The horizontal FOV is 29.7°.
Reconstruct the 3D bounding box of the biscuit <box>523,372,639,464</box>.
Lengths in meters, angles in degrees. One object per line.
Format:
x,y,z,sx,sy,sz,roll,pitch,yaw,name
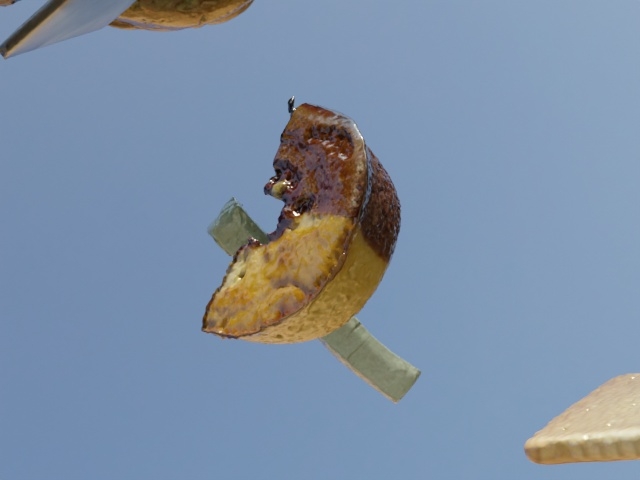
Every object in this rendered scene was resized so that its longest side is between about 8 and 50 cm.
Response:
0.299,0.154,1.091,0.250,0.160,0.030,-16,-87,-57,biscuit

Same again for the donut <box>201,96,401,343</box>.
-0.001,0.001,1.005,0.085,0.141,0.217,35,-103,-42,donut

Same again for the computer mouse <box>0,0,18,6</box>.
-0.377,-0.438,1.406,0.183,0.116,0.323,-10,-83,-58,computer mouse

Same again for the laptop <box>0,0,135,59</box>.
-0.109,-0.229,0.899,0.269,0.187,0.015,-35,-85,22,laptop

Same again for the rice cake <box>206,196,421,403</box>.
-0.007,0.058,1.125,0.245,0.042,0.045,44,-94,-2,rice cake

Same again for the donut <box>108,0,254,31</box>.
-0.151,-0.305,1.166,0.261,0.128,0.208,-6,-74,-11,donut
